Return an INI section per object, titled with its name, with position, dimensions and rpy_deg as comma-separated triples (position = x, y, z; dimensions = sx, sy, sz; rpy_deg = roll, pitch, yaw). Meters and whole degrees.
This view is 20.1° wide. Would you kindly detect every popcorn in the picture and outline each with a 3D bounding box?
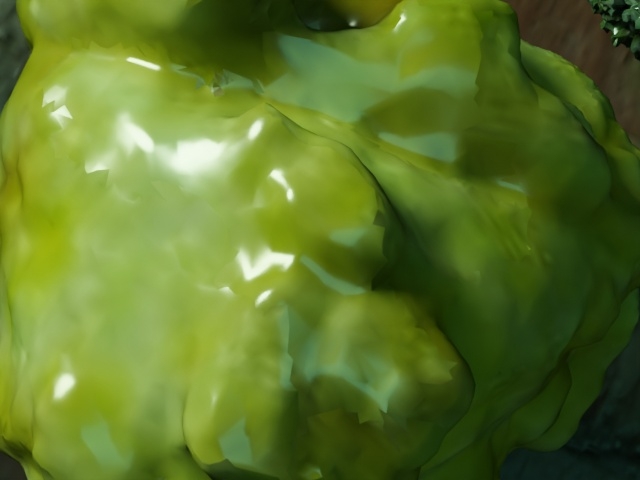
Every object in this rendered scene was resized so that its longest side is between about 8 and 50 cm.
[popcorn]
position = 0.000, 0.000, 0.664
dimensions = 0.250, 0.235, 0.241
rpy_deg = 15, 91, -53

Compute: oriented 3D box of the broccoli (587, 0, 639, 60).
[broccoli]
position = 0.288, -0.157, 0.698
dimensions = 0.361, 0.221, 0.252
rpy_deg = -46, 66, 16
